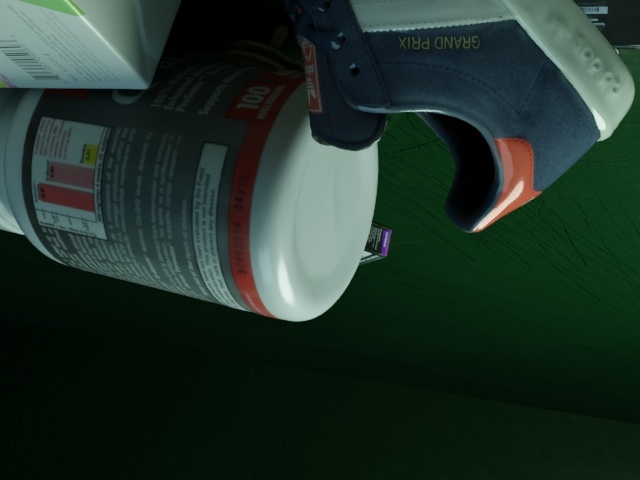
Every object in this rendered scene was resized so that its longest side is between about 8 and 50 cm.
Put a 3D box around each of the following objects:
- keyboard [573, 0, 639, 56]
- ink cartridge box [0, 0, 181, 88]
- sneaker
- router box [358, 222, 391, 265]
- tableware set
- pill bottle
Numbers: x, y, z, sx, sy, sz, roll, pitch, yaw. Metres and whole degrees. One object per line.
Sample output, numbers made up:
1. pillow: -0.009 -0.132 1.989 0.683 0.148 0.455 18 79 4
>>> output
1. keyboard: 0.192 -0.167 0.598 0.180 0.023 0.108 7 154 21
2. ink cartridge box: -0.312 -0.220 0.623 0.353 0.119 0.207 5 160 23
3. sneaker: 0.015 -0.140 0.445 0.350 0.148 0.131 41 -176 -13
4. router box: 0.000 0.000 1.179 0.133 0.046 0.179 21 161 -24
5. tableware set: -0.038 -0.142 0.799 0.128 0.039 0.194 11 161 25
6. pill bottle: -0.148 -0.063 0.732 0.363 0.210 0.210 11 162 23
